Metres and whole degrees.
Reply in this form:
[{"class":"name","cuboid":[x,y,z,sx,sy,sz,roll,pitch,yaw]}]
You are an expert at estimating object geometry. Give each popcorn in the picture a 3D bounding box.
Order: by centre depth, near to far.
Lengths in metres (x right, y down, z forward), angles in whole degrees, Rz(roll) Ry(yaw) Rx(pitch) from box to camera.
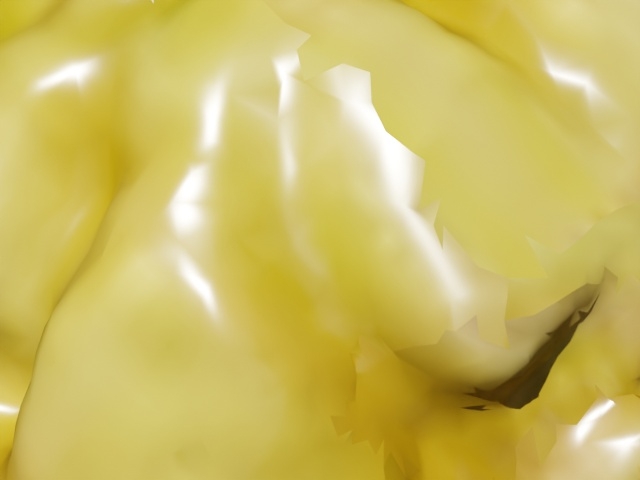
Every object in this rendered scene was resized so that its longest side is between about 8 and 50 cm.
[{"class":"popcorn","cuboid":[-0.010,0.005,0.527,0.344,0.354,0.390,-40,-7,22]}]
